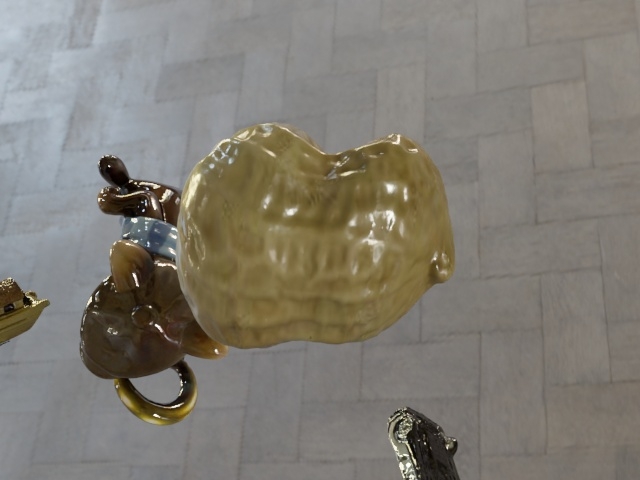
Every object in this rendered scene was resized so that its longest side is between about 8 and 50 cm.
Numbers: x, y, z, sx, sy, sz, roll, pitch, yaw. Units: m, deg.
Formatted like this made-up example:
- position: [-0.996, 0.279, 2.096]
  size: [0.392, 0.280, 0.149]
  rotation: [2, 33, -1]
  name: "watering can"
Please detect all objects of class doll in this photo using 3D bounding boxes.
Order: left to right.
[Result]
- position: [-0.239, 0.059, 1.381]
  size: [0.209, 0.318, 0.340]
  rotation: [-31, 28, 17]
  name: "doll"

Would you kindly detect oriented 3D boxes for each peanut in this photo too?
- position: [0.000, 0.000, 0.791]
  size: [0.233, 0.196, 0.110]
  rotation: [3, 25, -6]
  name: "peanut"

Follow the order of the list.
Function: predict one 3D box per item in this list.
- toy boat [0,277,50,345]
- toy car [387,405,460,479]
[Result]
- position: [-0.509, 0.118, 1.423]
  size: [0.226, 0.088, 0.068]
  rotation: [-23, 29, -38]
  name: "toy boat"
- position: [0.060, 0.132, 0.528]
  size: [0.025, 0.041, 0.093]
  rotation: [-43, 33, 25]
  name: "toy car"
